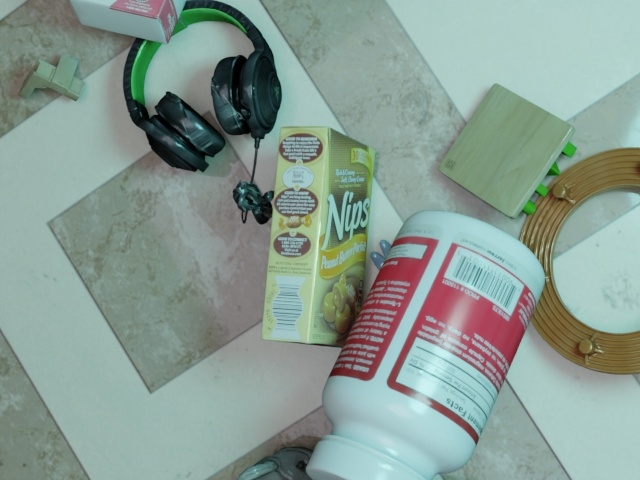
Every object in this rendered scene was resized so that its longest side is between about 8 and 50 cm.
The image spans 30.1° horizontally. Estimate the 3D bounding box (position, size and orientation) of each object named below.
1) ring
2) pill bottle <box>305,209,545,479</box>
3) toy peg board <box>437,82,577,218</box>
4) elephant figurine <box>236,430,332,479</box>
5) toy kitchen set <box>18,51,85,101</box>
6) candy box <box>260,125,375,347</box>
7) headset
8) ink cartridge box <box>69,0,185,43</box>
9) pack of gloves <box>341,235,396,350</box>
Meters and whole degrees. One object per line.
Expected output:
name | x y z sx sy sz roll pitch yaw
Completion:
ring | 0.435 0.026 1.731 0.337 0.032 0.336 -9 74 34
pill bottle | 0.143 0.180 1.689 0.229 0.229 0.407 24 71 10
toy peg board | 0.293 -0.126 1.807 0.161 0.079 0.161 38 96 39
elephant figurine | -0.061 0.394 1.843 0.186 0.169 0.239 8 78 -34
toy kitchen set | -0.441 -0.265 1.974 0.083 0.075 0.068 27 52 -22
candy box | 0.000 0.000 1.788 0.088 0.183 0.316 4 85 25
headset | -0.170 -0.201 1.841 0.243 0.185 0.394 -29 73 9
ink cartridge box | -0.282 -0.436 1.878 0.159 0.092 0.218 15 71 10
pack of gloves | 0.102 0.121 1.856 0.195 0.046 0.232 -28 84 8
